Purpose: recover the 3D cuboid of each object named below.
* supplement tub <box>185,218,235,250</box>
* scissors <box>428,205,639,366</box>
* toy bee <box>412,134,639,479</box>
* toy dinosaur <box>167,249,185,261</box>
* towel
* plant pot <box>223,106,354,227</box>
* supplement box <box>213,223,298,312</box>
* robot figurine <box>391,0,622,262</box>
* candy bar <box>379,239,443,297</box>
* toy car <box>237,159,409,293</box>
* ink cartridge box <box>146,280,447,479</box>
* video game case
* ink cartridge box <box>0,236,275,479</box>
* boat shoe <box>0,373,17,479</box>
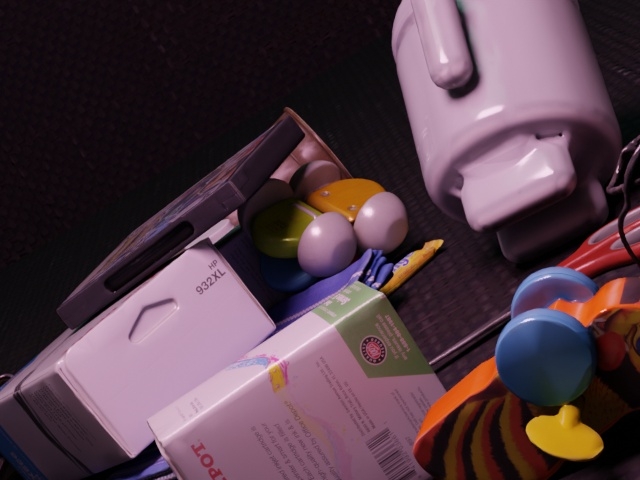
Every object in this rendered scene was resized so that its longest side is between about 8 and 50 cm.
[{"bbox_3d":[-0.115,0.035,2.263,0.071,0.107,0.071,-30,13,8],"label":"supplement tub"},{"bbox_3d":[0.207,0.044,1.667,0.297,0.021,0.109,-31,15,10],"label":"scissors"},{"bbox_3d":[0.201,0.090,1.267,0.195,0.162,0.298,-55,0,-42],"label":"toy bee"},{"bbox_3d":[-0.215,0.052,2.422,0.160,0.121,0.313,-44,7,9],"label":"toy dinosaur"},{"bbox_3d":[-0.082,0.140,1.877,0.243,0.040,0.336,-29,12,50],"label":"towel"},{"bbox_3d":[-0.053,-0.062,2.404,0.165,0.167,0.167,-41,13,-4],"label":"plant pot"},{"bbox_3d":[-0.089,0.046,2.125,0.220,0.114,0.111,-40,7,-28],"label":"supplement box"},{"bbox_3d":[0.184,-0.154,1.833,0.200,0.300,0.353,-25,53,19],"label":"robot figurine"},{"bbox_3d":[0.072,0.048,1.971,0.161,0.018,0.040,-38,13,-27],"label":"candy bar"},{"bbox_3d":[0.000,0.000,2.050,0.182,0.136,0.159,-22,38,-37],"label":"toy car"},{"bbox_3d":[-0.009,0.155,1.436,0.212,0.154,0.093,-34,13,-8],"label":"ink cartridge box"},{"bbox_3d":[-0.148,-0.024,1.978,0.248,0.035,0.275,-35,7,21],"label":"video game case"},{"bbox_3d":[-0.217,0.141,1.941,0.223,0.129,0.307,-42,7,-30],"label":"ink cartridge box"},{"bbox_3d":[-0.401,0.259,2.040,0.103,0.092,0.285,1,33,20],"label":"boat shoe"}]
